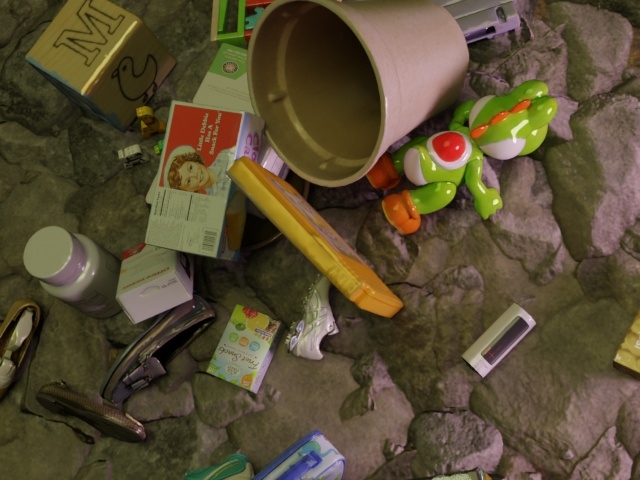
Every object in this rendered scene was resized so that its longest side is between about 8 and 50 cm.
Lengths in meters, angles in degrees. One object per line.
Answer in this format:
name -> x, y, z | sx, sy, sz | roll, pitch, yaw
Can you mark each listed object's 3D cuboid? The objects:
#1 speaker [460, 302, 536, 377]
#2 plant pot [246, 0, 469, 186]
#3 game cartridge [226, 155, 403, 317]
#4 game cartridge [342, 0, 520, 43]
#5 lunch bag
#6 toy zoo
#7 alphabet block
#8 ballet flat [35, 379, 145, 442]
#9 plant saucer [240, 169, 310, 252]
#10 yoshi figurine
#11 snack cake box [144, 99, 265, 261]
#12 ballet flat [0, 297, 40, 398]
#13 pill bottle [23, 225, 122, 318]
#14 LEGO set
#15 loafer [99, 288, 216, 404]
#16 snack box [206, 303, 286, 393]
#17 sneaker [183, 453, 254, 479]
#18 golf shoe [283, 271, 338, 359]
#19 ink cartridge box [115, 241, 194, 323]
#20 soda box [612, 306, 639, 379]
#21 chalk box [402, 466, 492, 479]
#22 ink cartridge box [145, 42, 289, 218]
speaker -> 0.308, 0.174, 1.741 | 0.136, 0.055, 0.055 | -44, 65, -3
plant pot -> 0.089, -0.300, 1.792 | 0.305, 0.334, 0.334 | -26, 57, -40
game cartridge -> 0.000, 0.000, 1.748 | 0.323, 0.285, 0.053 | 44, 95, 16
game cartridge -> 0.199, -0.474, 2.011 | 0.354, 0.068, 0.230 | -16, 63, 11
lunch bag -> -0.060, 0.423, 1.672 | 0.219, 0.176, 0.090 | -37, 65, -22
toy zoo -> -0.074, -0.486, 2.019 | 0.293, 0.030, 0.192 | -5, 60, 11
alphabet block -> -0.459, -0.380, 2.105 | 0.193, 0.192, 0.197 | 32, 84, 23
ballet flat -> -0.433, 0.321, 1.909 | 0.249, 0.084, 0.058 | 15, 51, 25
plant saucer -> -0.149, -0.103, 1.990 | 0.277, 0.041, 0.278 | -6, 69, 15
yoshi figurine -> 0.277, -0.160, 1.839 | 0.362, 0.204, 0.203 | -31, 23, 19
snack cake box -> -0.207, -0.106, 1.790 | 0.152, 0.089, 0.265 | 11, 89, 24
ballet flat -> -0.623, 0.220, 1.987 | 0.073, 0.080, 0.232 | -5, 62, 57
pill bottle -> -0.465, 0.059, 1.922 | 0.131, 0.229, 0.131 | -6, 69, 15
LEGO set -> -0.325, -0.236, 2.062 | 0.227, 0.093, 0.087 | -19, 66, 10
loafer -> -0.307, 0.211, 1.897 | 0.084, 0.096, 0.267 | 36, 82, 19
snack box -> -0.139, 0.202, 1.876 | 0.100, 0.037, 0.141 | 19, 78, 23
sneaker -> -0.231, 0.472, 1.787 | 0.275, 0.107, 0.110 | -29, 29, 13
golf shoe -> 0.000, 0.138, 1.854 | 0.086, 0.069, 0.176 | 23, 81, 3
ink cartridge box -> -0.313, 0.066, 1.911 | 0.127, 0.072, 0.175 | -23, 28, 8
soda box -> 0.556, 0.142, 1.674 | 0.061, 0.058, 0.181 | 26, 80, 23
chalk box -> 0.206, 0.524, 1.578 | 0.180, 0.179, 0.289 | -13, 69, 11
ink cartridge box -> -0.164, -0.181, 1.935 | 0.207, 0.119, 0.354 | 21, 78, 21
